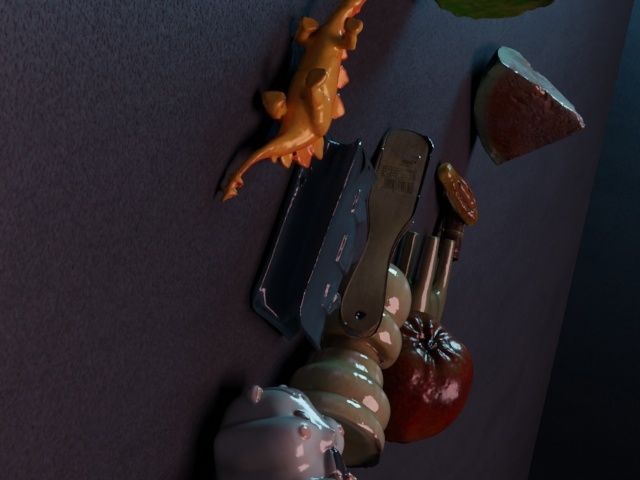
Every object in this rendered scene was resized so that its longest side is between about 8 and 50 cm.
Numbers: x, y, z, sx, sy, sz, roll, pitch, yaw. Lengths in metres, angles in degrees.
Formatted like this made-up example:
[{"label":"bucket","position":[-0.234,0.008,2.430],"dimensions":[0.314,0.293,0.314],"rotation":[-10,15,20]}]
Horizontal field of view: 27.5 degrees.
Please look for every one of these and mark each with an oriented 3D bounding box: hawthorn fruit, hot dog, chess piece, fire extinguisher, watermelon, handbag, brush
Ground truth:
[{"label":"hawthorn fruit","position":[0.115,0.202,1.829],"dimensions":[0.179,0.179,0.200],"rotation":[-55,170,-46]},{"label":"hot dog","position":[0.220,-0.076,2.067],"dimensions":[0.137,0.028,0.044],"rotation":[55,45,-40]},{"label":"chess piece","position":[0.042,0.141,1.636],"dimensions":[0.143,0.142,0.261],"rotation":[81,23,-51]},{"label":"fire extinguisher","position":[0.216,-0.033,2.123],"dimensions":[0.056,0.039,0.132],"rotation":[22,71,-33]},{"label":"watermelon","position":[0.314,-0.206,2.127],"dimensions":[0.136,0.202,0.207],"rotation":[-7,115,-28]},{"label":"handbag","position":[0.000,0.000,1.498],"dimensions":[0.179,0.062,0.229],"rotation":[56,51,-70]},{"label":"brush","position":[0.078,-0.006,1.655],"dimensions":[0.065,0.070,0.327],"rotation":[108,0,-52]}]

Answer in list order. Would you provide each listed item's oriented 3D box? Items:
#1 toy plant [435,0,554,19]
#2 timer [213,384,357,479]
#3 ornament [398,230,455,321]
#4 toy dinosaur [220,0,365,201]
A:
[{"label":"toy plant","position":[0.224,-0.459,1.672],"dimensions":[0.224,0.184,0.316],"rotation":[47,43,-74]},{"label":"timer","position":[-0.035,0.311,1.398],"dimensions":[0.291,0.291,0.315],"rotation":[21,61,-72]},{"label":"ornament","position":[0.154,0.110,2.027],"dimensions":[0.230,0.061,0.245],"rotation":[1,102,-73]},{"label":"toy dinosaur","position":[-0.015,-0.136,1.335],"dimensions":[0.288,0.070,0.117],"rotation":[-63,159,-20]}]
